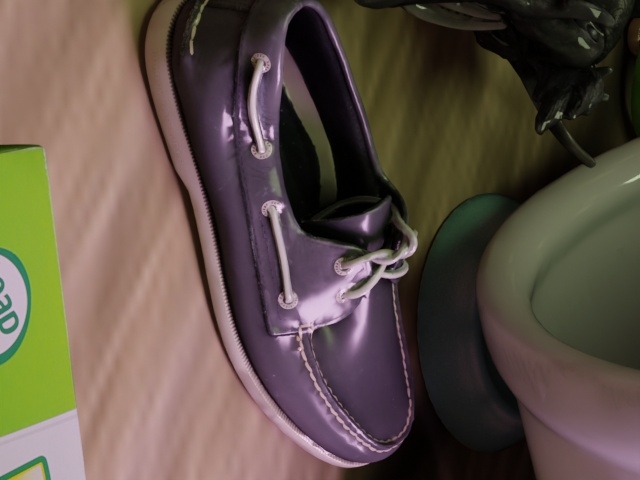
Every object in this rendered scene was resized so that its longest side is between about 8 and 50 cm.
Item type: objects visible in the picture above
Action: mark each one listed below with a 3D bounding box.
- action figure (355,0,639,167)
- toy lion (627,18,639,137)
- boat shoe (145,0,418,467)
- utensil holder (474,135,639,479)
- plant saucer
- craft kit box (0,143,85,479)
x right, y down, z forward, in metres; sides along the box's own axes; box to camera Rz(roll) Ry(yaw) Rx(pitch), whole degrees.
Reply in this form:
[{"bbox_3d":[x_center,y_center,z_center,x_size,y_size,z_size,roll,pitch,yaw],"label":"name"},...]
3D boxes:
[{"bbox_3d":[0.077,-0.158,0.661,0.276,0.141,0.164,88,23,-43],"label":"action figure"},{"bbox_3d":[0.195,-0.064,0.875,0.100,0.034,0.096,15,85,-48],"label":"toy lion"},{"bbox_3d":[0.000,0.000,0.612,0.075,0.065,0.206,-42,120,-42],"label":"boat shoe"},{"bbox_3d":[0.265,0.157,0.695,0.327,0.327,0.385,-36,118,-44],"label":"utensil holder"},{"bbox_3d":[0.087,0.038,0.748,0.119,0.021,0.119,3,86,-49],"label":"plant saucer"},{"bbox_3d":[-0.165,0.111,0.426,0.246,0.061,0.250,-15,100,-52],"label":"craft kit box"}]
